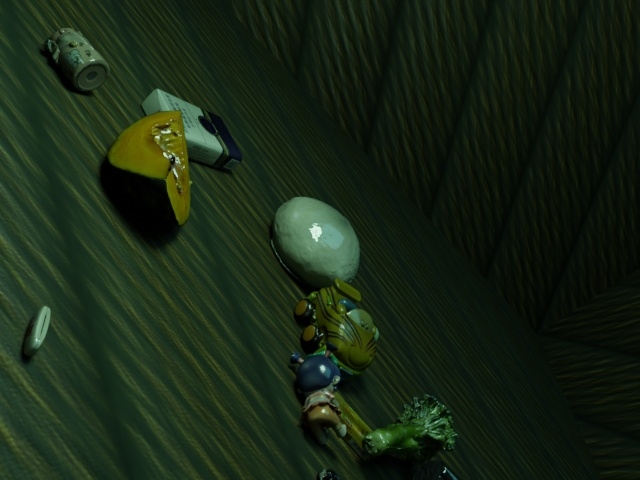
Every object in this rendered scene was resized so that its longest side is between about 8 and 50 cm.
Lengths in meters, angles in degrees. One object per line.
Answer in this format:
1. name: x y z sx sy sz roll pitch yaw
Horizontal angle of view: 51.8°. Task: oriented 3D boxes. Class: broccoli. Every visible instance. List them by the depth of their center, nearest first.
1. broccoli: 0.187 0.436 1.481 0.304 0.164 0.146 10 51 -56

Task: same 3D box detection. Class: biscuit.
1. biscuit: 0.014 0.468 1.230 0.089 0.027 0.087 26 32 -49

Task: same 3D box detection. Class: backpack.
1. backpack: 0.276 0.607 1.430 0.206 0.133 0.258 46 27 -4

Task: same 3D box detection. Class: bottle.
1. bottle: -0.545 -0.409 1.456 0.152 0.099 0.099 50 19 15

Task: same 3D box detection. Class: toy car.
1. toy car: 0.055 0.209 1.591 0.200 0.142 0.248 33 25 -38

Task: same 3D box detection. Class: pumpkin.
1. pumpkin: -0.354 -0.133 1.388 0.312 0.148 0.169 -93 180 -52

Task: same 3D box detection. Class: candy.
1. candy: 0.000 0.000 1.781 0.295 0.185 0.296 37 27 -22

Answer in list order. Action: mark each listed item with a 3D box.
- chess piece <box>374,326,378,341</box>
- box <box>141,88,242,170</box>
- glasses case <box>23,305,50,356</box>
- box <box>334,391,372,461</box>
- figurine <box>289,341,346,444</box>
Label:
1. chess piece: 0.107 0.271 1.738 0.059 0.059 0.149 52 26 2
2. box: -0.328 -0.282 1.719 0.259 0.071 0.168 10 45 -59
3. glasses case: -0.398 0.126 0.925 0.021 0.032 0.083 35 26 -31
4. box: 0.061 0.403 1.448 0.156 0.022 0.089 50 19 -6
5. figurine: 0.004 0.308 1.365 0.195 0.111 0.102 -101 166 -53
